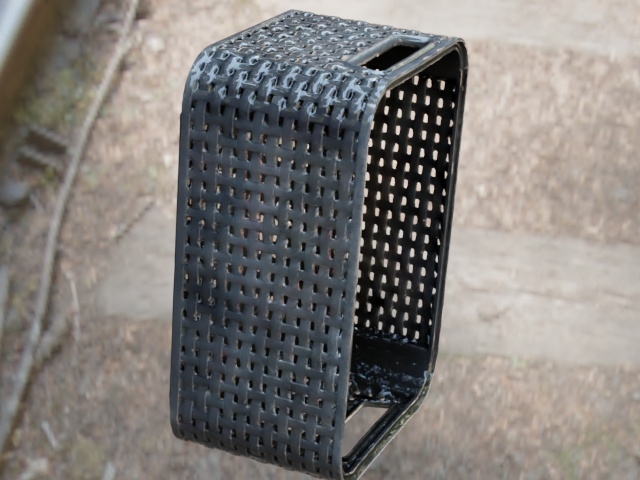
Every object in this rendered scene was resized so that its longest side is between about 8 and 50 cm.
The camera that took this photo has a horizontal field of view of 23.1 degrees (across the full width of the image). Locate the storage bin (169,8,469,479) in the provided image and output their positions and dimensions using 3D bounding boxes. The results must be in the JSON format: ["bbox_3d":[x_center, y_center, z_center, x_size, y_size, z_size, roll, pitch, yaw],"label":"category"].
[{"bbox_3d":[0.000,0.000,0.684,0.084,0.180,0.122,13,23,20],"label":"storage bin"}]
